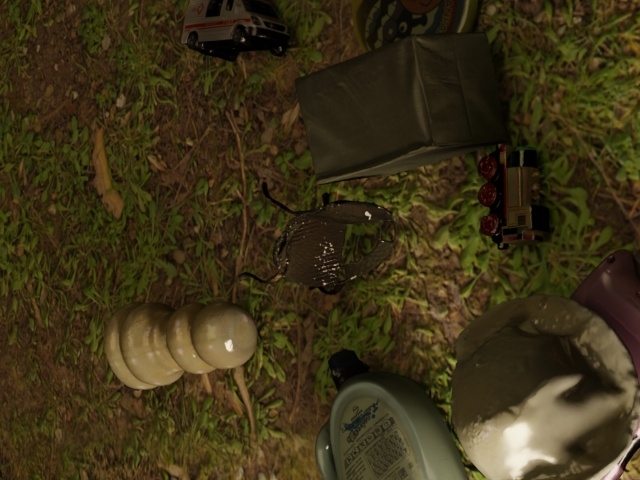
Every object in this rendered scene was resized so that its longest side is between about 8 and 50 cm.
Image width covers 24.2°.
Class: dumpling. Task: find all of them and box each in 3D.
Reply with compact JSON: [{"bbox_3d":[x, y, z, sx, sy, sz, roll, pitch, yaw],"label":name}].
[{"bbox_3d":[0.253,0.173,1.720,0.227,0.175,0.243,-38,76,22],"label":"dumpling"}]

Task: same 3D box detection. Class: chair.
[{"bbox_3d":[0.000,0.000,2.076,0.213,0.174,0.149,6,86,60],"label":"chair"}]

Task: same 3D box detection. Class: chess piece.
[{"bbox_3d":[-0.204,0.156,2.325,0.261,0.143,0.142,-10,78,40],"label":"chess piece"}]

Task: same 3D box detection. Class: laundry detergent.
[{"bbox_3d":[0.072,0.277,1.998,0.215,0.105,0.280,-55,51,32],"label":"laundry detergent"}]

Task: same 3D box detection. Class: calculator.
[{"bbox_3d":[0.326,0.168,1.768,0.194,0.043,0.294,47,122,40],"label":"calculator"}]

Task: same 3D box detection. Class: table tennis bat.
[{"bbox_3d":[0.094,-0.376,2.093,0.368,0.054,0.224,54,125,33],"label":"table tennis bat"}]

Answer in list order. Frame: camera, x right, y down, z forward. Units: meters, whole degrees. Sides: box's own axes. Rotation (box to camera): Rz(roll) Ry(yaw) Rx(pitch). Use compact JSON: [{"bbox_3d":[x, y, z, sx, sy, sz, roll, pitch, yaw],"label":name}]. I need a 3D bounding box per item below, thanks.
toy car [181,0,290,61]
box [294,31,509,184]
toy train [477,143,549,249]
[{"bbox_3d":[-0.127,-0.342,2.314,0.210,0.089,0.108,5,84,52],"label":"toy car"},{"bbox_3d":[0.107,-0.173,1.963,0.231,0.155,0.149,-14,87,48],"label":"box"},{"bbox_3d":[0.245,-0.059,1.885,0.087,0.050,0.138,-9,77,43],"label":"toy train"}]
